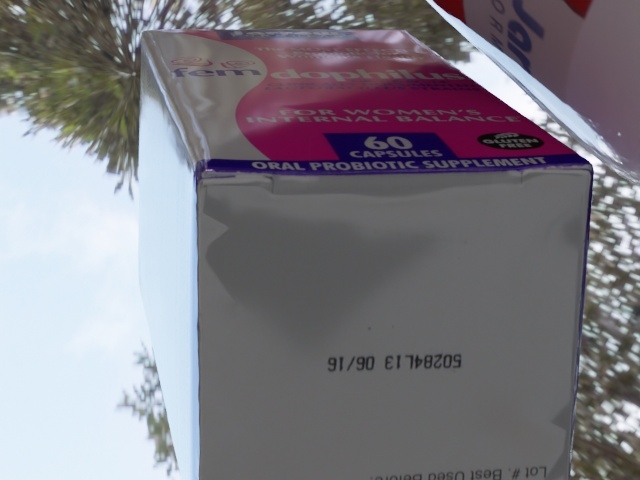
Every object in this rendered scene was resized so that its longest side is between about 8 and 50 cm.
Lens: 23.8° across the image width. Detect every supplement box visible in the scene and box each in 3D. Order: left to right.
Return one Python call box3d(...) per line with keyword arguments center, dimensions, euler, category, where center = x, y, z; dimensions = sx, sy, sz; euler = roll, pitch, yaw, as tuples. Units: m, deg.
box3d(center=(0.000, 0.000, 0.513), dimensions=(0.111, 0.220, 0.114), euler=(-2, -74, -11), category="supplement box")

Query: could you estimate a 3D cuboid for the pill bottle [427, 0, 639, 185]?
box3d(center=(0.123, -0.166, 0.553), dimensions=(0.229, 0.229, 0.408), euler=(-42, -115, -1), category="pill bottle")
